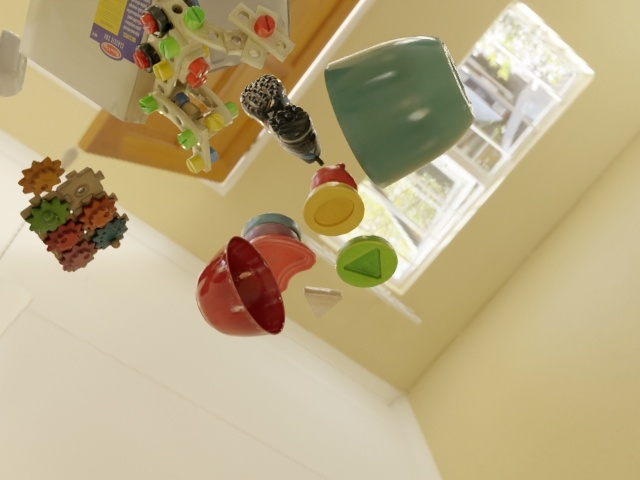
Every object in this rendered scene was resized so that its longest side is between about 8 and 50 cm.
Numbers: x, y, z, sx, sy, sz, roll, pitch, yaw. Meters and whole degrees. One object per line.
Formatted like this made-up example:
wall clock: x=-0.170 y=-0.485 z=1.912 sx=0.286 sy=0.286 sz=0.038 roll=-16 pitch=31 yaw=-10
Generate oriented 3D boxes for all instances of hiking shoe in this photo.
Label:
hiking shoe: x=-0.097 y=-0.281 z=1.574 sx=0.304 sy=0.113 sz=0.132 roll=56 pitch=179 yaw=45

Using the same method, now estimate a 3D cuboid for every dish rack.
dish rack: x=-0.174 y=-0.514 z=1.388 sx=0.286 sy=0.332 sz=0.072 roll=-27 pitch=-131 yaw=-28

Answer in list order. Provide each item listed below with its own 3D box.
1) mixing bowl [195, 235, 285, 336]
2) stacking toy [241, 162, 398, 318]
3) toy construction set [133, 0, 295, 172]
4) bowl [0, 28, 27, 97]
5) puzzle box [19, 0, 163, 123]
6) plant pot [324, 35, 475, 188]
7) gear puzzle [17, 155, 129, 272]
mixing bowl: x=-0.147 y=0.093 z=1.135 sx=0.181 sy=0.098 sz=0.181 roll=57 pitch=-163 yaw=-28
stacking toy: x=0.000 y=0.000 z=1.423 sx=0.279 sy=0.309 sz=0.130 roll=43 pitch=-154 yaw=-32
toy construction set: x=-0.190 y=-0.267 z=1.076 sx=0.215 sy=0.328 sz=0.151 roll=52 pitch=-133 yaw=1
bowl: x=-0.773 y=-0.440 z=1.676 sx=0.053 sy=0.141 sz=0.142 roll=6 pitch=162 yaw=-16
puzzle box: x=-0.425 y=-0.417 z=1.260 sx=0.409 sy=0.272 sz=0.052 roll=34 pitch=-159 yaw=32
plant pot: x=0.180 y=-0.285 z=1.390 sx=0.293 sy=0.235 sz=0.293 roll=52 pitch=-155 yaw=-37
gear puzzle: x=-0.481 y=-0.054 z=1.315 sx=0.044 sy=0.175 sz=0.339 roll=43 pitch=161 yaw=24
